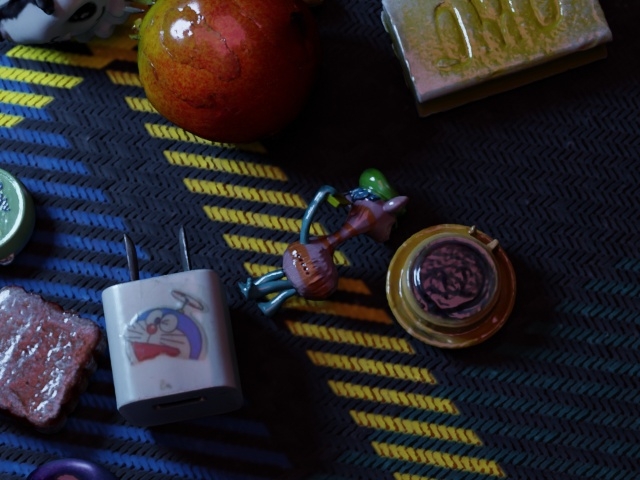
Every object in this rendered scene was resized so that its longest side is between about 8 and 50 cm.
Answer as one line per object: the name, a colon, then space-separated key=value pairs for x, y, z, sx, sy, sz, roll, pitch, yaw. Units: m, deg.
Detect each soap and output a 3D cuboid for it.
soap: x=0.199 y=-0.242 z=2.012 sx=0.232 sy=0.073 sz=0.140 roll=-18 pitch=75 yaw=-3

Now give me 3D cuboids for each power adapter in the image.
power adapter: x=-0.164 y=0.083 z=1.903 sx=0.130 sy=0.125 sz=0.205 roll=-12 pitch=72 yaw=1

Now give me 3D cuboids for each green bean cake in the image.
green bean cake: x=-0.317 y=0.131 z=1.935 sx=0.136 sy=0.056 sz=0.135 roll=24 pitch=76 yaw=12

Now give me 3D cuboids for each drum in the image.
drum: x=-0.433 y=0.016 z=1.986 sx=0.253 sy=0.049 sz=0.130 roll=-38 pitch=73 yaw=-8

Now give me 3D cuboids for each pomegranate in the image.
pomegranate: x=-0.110 y=-0.216 z=1.962 sx=0.210 sy=0.210 sz=0.235 roll=-44 pitch=77 yaw=-10

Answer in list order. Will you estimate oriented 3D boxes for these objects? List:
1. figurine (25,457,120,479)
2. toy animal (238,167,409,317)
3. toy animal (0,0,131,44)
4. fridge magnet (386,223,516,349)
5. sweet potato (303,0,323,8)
figurine: x=-0.302 y=0.309 z=1.837 sx=0.222 sy=0.145 sz=0.145 roll=-10 pitch=70 yaw=-23
toy animal: x=0.000 y=0.000 z=1.933 sx=0.208 sy=0.103 sz=0.100 roll=-38 pitch=30 yaw=-5
toy animal: x=-0.295 y=-0.318 z=2.027 sx=0.208 sy=0.156 sz=0.204 roll=-21 pitch=66 yaw=44
fridge magnet: x=0.143 y=0.048 z=1.924 sx=0.143 sy=0.063 sz=0.143 roll=0 pitch=71 yaw=1
sweet potato: x=-0.102 y=-0.307 z=2.064 sx=0.218 sy=0.051 sz=0.065 roll=19 pitch=33 yaw=10
